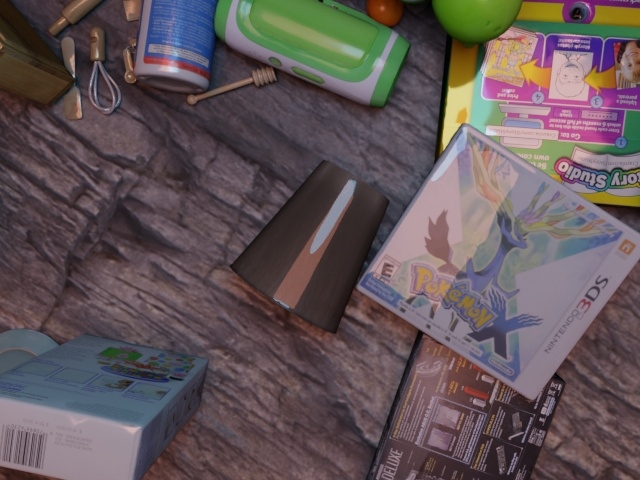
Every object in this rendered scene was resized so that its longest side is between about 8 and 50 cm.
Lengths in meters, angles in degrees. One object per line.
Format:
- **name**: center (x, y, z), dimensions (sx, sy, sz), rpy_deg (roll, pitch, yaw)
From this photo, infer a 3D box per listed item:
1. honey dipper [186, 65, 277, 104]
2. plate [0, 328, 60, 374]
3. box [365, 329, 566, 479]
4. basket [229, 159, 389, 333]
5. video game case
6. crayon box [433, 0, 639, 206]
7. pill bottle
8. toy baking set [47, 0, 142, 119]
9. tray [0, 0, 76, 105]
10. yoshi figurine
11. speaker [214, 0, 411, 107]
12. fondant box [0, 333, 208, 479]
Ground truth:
- **honey dipper**: center (-0.152, -0.261, 1.038), dimensions (0.160, 0.030, 0.031), rpy_deg (-16, 92, 7)
- **plate**: center (-0.540, 0.254, 1.103), dimensions (0.188, 0.024, 0.188), rpy_deg (0, 93, 4)
- **box**: center (0.232, 0.328, 1.019), dimensions (0.242, 0.076, 0.308), rpy_deg (18, 94, 3)
- **basket**: center (0.000, 0.000, 0.985), dimensions (0.204, 0.154, 0.227), rpy_deg (33, 92, 6)
- **video game case**: center (0.270, 0.036, 0.927), dimensions (0.329, 0.036, 0.300), rpy_deg (32, 100, 0)
- **crayon box**: center (0.373, -0.217, 0.961), dimensions (0.362, 0.106, 0.313), rpy_deg (6, 95, 5)
- **pill bottle**: center (-0.227, -0.361, 0.988), dimensions (0.124, 0.124, 0.222), rpy_deg (8, 91, 4)
- **toy baking set**: center (-0.371, -0.332, 1.051), dimensions (0.256, 0.030, 0.197), rpy_deg (-33, 90, 6)
- **tray**: center (-0.584, -0.409, 0.966), dimensions (0.076, 0.203, 0.411), rpy_deg (-40, 87, 6)
- **yoshi figurine**: center (0.149, -0.353, 0.835), dimensions (0.203, 0.362, 0.203), rpy_deg (-27, 116, -24)
- **speaker**: center (-0.013, -0.320, 0.976), dimensions (0.296, 0.131, 0.131), rpy_deg (24, 95, 3)
- **fondant box**: center (-0.332, 0.243, 0.931), dimensions (0.238, 0.330, 0.096), rpy_deg (10, 96, 4)
